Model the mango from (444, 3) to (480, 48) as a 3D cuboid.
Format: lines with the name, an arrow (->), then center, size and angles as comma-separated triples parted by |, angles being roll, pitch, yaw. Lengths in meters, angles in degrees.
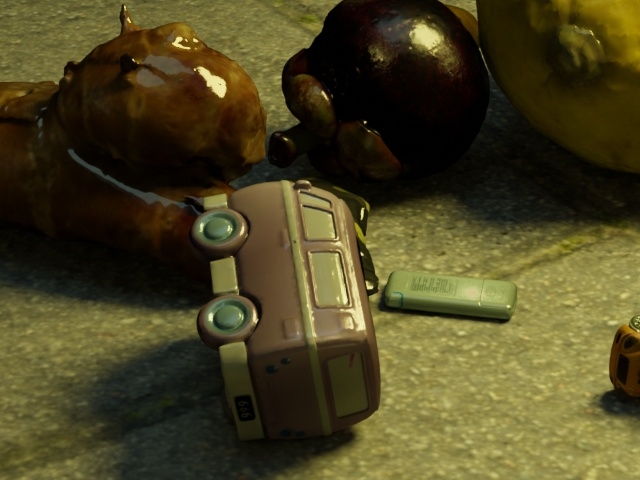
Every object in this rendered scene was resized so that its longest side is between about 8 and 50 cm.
mango -> 0.115, -0.229, 1.921 | 0.136, 0.099, 0.227 | 13, 26, 32

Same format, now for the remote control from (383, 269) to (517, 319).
remote control -> 0.123, 0.050, 1.545 | 0.124, 0.018, 0.053 | 5, 32, 8

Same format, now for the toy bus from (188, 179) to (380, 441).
toy bus -> -0.029, 0.056, 1.393 | 0.142, 0.142, 0.202 | -11, 49, 1

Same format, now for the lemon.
lemon -> 0.329, -0.240, 1.694 | 0.350, 0.349, 0.387 | 21, 29, 30

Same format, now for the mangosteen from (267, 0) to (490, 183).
mangosteen -> 0.050, -0.146, 1.703 | 0.250, 0.211, 0.211 | -32, 40, -10

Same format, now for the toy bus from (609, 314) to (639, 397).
toy bus -> 0.334, 0.107, 1.407 | 0.162, 0.069, 0.074 | -4, 35, -8

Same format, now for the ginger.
ginger -> -0.233, -0.109, 1.607 | 0.418, 0.254, 0.176 | 10, 11, 27

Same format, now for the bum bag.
bum bag -> 0.000, 0.000, 1.588 | 0.107, 0.060, 0.232 | 6, 34, -4
